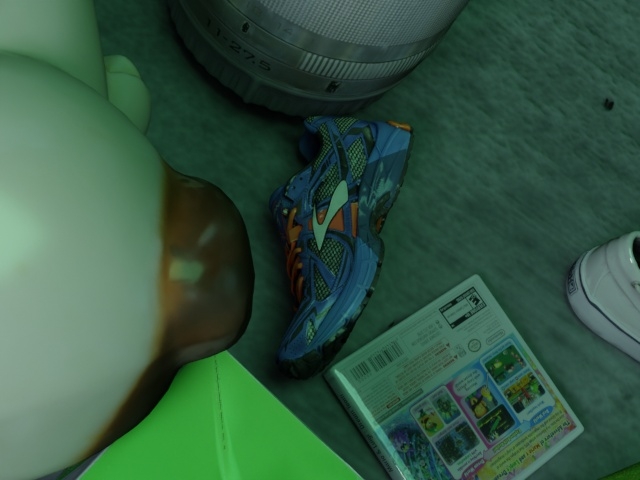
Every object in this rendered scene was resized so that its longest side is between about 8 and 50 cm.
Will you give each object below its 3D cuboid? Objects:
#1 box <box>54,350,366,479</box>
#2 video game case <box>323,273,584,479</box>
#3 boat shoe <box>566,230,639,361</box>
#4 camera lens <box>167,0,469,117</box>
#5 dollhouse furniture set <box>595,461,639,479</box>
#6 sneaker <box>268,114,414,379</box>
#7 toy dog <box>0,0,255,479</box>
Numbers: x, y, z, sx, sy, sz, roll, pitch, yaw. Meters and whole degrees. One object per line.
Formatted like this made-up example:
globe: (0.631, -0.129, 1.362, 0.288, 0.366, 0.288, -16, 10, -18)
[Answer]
box: (-0.128, 0.208, 0.642, 0.127, 0.231, 0.262, 45, 56, -4)
video game case: (0.099, 0.117, 0.923, 0.157, 0.019, 0.143, -30, 82, -34)
boat shoe: (0.325, 0.075, 1.010, 0.267, 0.088, 0.096, 35, 56, -7)
camera lens: (0.024, -0.242, 0.889, 0.219, 0.274, 0.219, 11, 57, -18)
dollhouse furniture set: (0.132, 0.273, 0.785, 0.301, 0.151, 0.198, -15, 74, -30)
sneaker: (0.000, 0.000, 0.905, 0.087, 0.083, 0.221, 18, 54, -2)
toy dog: (-0.181, -0.085, 0.604, 0.284, 0.395, 0.408, -9, 68, -36)
